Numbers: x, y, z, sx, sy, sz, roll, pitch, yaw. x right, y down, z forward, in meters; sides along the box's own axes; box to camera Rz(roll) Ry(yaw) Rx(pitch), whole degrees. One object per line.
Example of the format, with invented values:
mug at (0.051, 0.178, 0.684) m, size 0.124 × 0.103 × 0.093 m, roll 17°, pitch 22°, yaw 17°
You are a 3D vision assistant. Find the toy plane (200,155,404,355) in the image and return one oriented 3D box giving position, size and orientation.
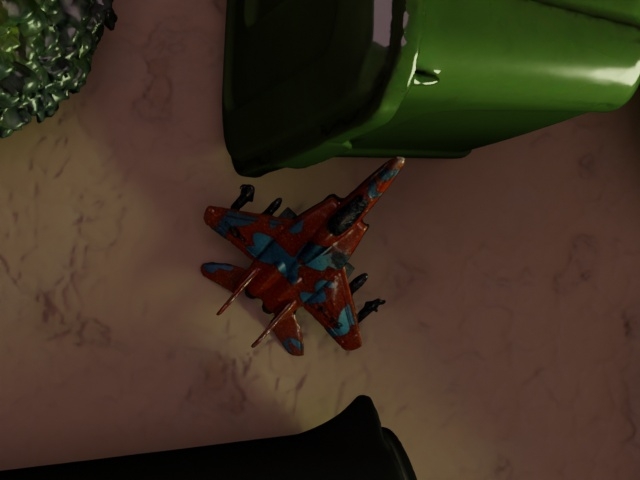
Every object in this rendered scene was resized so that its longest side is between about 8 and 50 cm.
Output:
toy plane at (0.001, -0.002, 1.040) m, size 0.130 × 0.061 × 0.189 m, roll 43°, pitch 127°, yaw -1°

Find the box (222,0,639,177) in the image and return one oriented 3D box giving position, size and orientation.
box at (0.059, -0.164, 0.980) m, size 0.178 × 0.329 × 0.252 m, roll 6°, pitch 85°, yaw -15°

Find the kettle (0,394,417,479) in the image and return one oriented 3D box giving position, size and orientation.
kettle at (-0.086, 0.244, 0.974) m, size 0.308 × 0.203 × 0.262 m, roll -8°, pitch 59°, yaw -10°

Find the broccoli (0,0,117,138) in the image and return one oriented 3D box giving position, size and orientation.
broccoli at (-0.266, -0.152, 1.007) m, size 0.275 × 0.198 × 0.177 m, roll 20°, pitch 128°, yaw 2°
